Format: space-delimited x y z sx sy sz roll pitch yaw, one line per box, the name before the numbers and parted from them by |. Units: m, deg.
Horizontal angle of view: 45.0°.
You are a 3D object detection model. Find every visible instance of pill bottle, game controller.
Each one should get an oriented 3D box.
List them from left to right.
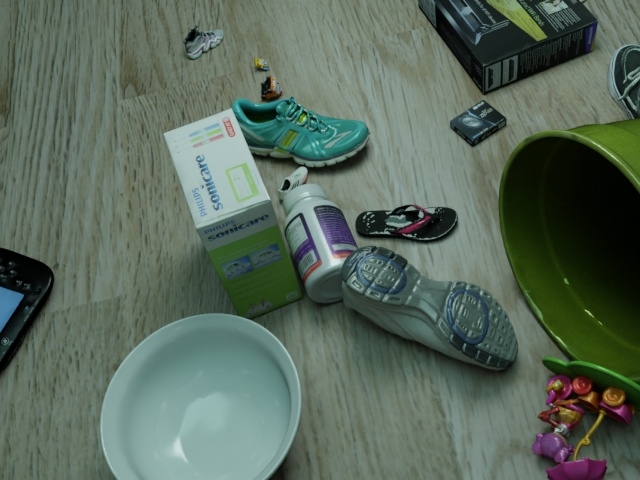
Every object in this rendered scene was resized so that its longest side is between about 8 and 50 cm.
game controller | -0.601 0.158 1.345 0.167 0.067 0.319 14 61 20
pill bottle | 0.000 0.000 1.306 0.108 0.108 0.193 -20 55 -2

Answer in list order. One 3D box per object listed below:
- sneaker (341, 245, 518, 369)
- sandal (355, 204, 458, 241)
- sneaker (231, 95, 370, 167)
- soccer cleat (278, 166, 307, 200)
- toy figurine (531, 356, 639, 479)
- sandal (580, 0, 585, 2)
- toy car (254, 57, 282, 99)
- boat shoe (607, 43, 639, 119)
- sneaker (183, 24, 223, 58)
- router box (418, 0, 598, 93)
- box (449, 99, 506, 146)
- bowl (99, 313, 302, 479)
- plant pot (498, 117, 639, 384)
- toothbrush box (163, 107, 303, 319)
sneaker | 0.166 0.113 1.201 0.297 0.129 0.111 30 63 7
sandal | 0.148 -0.034 1.340 0.179 0.040 0.067 -1 56 10
sneaker | -0.045 -0.210 1.451 0.275 0.110 0.107 7 50 14
soccer cleat | -0.051 -0.110 1.434 0.029 0.035 0.083 26 65 25
toy figurine | 0.351 0.261 1.071 0.173 0.130 0.159 17 69 46
sandal | 0.510 -0.605 1.630 0.088 0.079 0.240 -7 55 7
toy car | -0.104 -0.343 1.594 0.041 0.060 0.122 4 58 -24
boat shoe | 0.585 -0.253 1.362 0.113 0.105 0.306 -3 56 9
sneaker | -0.257 -0.447 1.684 0.038 0.069 0.098 36 70 29
router box | 0.367 -0.461 1.560 0.243 0.081 0.308 -22 55 -3
box | 0.296 -0.221 1.450 0.083 0.018 0.067 -33 57 -11
bowl | -0.162 0.268 1.142 0.298 0.134 0.297 -5 56 7
plant pot | 0.511 -0.032 1.107 0.353 0.366 0.366 -21 54 -17
toothbrush box | -0.136 -0.034 1.250 0.122 0.283 0.206 -22 54 -3
